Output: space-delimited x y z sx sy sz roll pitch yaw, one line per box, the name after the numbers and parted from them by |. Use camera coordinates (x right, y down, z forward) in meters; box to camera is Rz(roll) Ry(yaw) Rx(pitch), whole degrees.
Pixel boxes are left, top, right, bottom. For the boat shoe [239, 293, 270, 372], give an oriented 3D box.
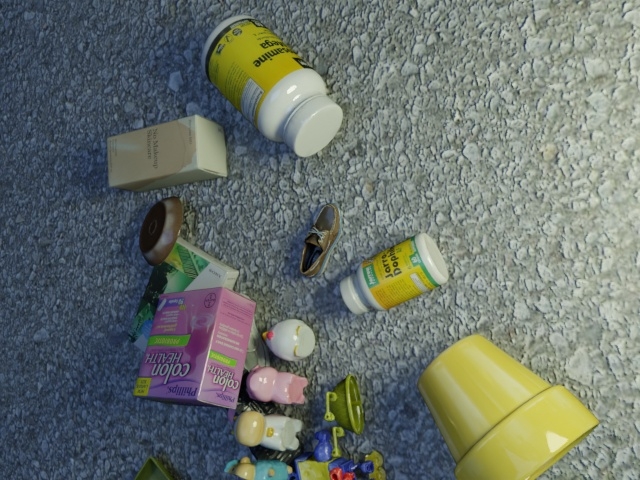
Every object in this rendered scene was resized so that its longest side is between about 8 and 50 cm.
-0.193 0.244 1.226 0.083 0.076 0.226 -26 77 23 | boat shoe

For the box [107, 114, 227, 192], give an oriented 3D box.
-0.410 -0.224 1.323 0.311 0.121 0.148 -8 84 26 | box

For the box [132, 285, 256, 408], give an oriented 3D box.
-0.282 0.243 1.123 0.213 0.117 0.243 -9 61 34 | box

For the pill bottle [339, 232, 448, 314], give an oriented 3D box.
0.150 0.077 1.043 0.208 0.117 0.118 -28 76 23 | pill bottle

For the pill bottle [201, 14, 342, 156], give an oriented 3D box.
-0.109 -0.351 1.147 0.334 0.188 0.188 46 107 19 | pill bottle

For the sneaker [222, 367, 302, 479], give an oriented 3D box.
-0.158 0.432 1.202 0.319 0.112 0.131 58 154 3 | sneaker

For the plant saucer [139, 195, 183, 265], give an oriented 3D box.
-0.436 -0.031 1.331 0.198 0.036 0.199 -22 57 40 | plant saucer

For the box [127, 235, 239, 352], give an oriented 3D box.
-0.373 0.176 1.325 0.232 0.058 0.322 26 97 25 | box

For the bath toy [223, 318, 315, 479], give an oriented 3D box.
-0.114 0.343 1.109 0.129 0.151 0.348 -2 65 35 | bath toy

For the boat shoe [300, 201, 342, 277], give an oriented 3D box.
0.000 0.000 1.147 0.066 0.066 0.183 17 95 25 | boat shoe

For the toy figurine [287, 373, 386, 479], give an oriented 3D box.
-0.001 0.494 1.070 0.217 0.191 0.363 -18 79 29 | toy figurine

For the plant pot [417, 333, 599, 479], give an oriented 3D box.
0.313 0.311 0.901 0.254 0.254 0.239 -49 53 16 | plant pot

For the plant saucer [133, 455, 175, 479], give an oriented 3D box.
-0.433 0.707 1.341 0.188 0.045 0.188 39 105 22 | plant saucer
